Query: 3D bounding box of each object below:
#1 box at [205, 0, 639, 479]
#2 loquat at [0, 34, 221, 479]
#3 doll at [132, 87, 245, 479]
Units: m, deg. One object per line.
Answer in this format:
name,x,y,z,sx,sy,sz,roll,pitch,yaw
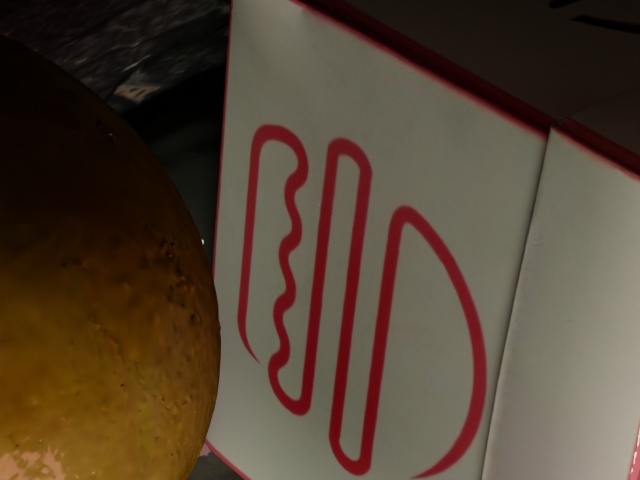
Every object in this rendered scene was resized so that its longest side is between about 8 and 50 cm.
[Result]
box,0.147,0.007,0.959,0.314,0.300,0.312,-20,130,-36
loquat,-0.168,0.043,0.714,0.263,0.263,0.263,-27,170,-5
doll,0.021,0.027,1.206,0.382,0.252,0.378,-31,172,-20
